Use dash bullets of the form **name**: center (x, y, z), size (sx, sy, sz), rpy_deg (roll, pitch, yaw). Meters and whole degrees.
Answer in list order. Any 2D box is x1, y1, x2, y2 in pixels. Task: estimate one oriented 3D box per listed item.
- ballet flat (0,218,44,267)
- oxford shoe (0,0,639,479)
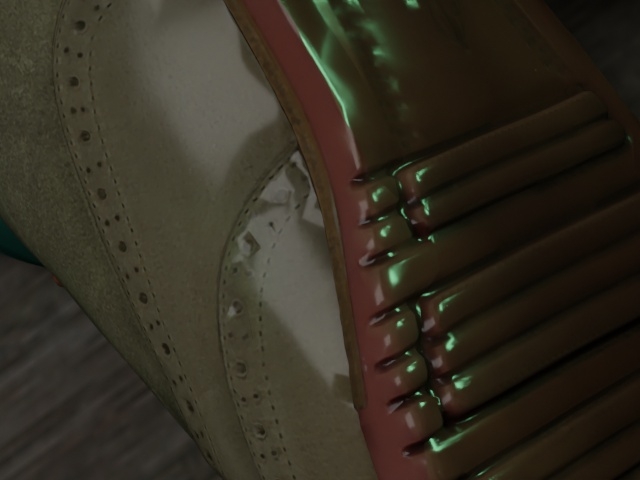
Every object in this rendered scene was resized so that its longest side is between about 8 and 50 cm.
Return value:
- **ballet flat**: center (-0.096, -0.026, 0.533), size (0.188, 0.070, 0.070), rpy_deg (9, 81, 28)
- **oxford shoe**: center (0.000, 0.000, 0.429), size (0.130, 0.123, 0.348), rpy_deg (-24, 83, 40)
